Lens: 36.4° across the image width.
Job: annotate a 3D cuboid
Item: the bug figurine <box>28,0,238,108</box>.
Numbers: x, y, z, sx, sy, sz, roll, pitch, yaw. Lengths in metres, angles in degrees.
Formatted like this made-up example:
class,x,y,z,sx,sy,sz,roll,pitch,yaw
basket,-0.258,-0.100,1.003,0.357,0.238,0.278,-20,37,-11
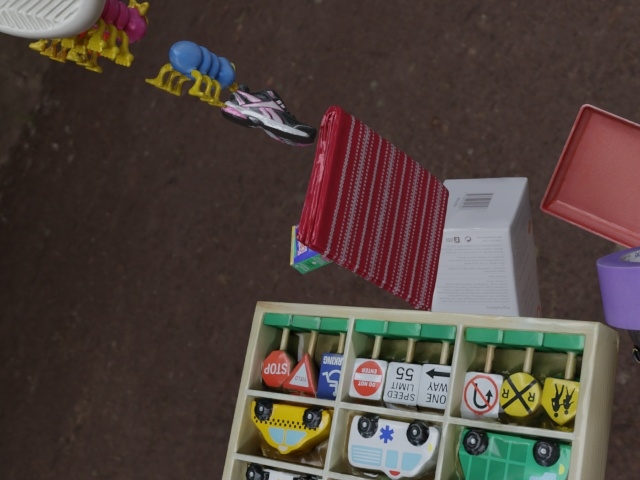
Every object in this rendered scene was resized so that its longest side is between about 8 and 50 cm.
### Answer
class,x,y,z,sx,sy,sz,roll,pitch,yaw
bug figurine,-0.223,-0.217,1.021,0.279,0.216,0.072,20,90,31

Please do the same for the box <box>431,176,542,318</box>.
class,x,y,z,sx,sy,sz,roll,pitch,yaw
box,0.314,0.080,1.857,0.168,0.345,0.215,-1,28,22

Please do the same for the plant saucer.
class,x,y,z,sx,sy,sz,roll,pitch,yaw
plant saucer,0.615,-0.126,1.988,0.048,0.259,0.258,-43,-26,-53

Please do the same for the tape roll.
class,x,y,z,sx,sy,sz,roll,pitch,yaw
tape roll,0.447,0.052,1.219,0.189,0.189,0.080,-4,97,56

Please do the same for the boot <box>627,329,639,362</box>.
class,x,y,z,sx,sy,sz,roll,pitch,yaw
boot,0.606,0.240,1.710,0.091,0.228,0.263,-23,8,1

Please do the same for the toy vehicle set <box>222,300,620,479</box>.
class,x,y,z,sx,sy,sz,roll,pitch,yaw
toy vehicle set,0.051,0.128,0.629,0.267,0.035,0.165,0,75,39

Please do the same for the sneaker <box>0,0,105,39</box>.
class,x,y,z,sx,sy,sz,roll,pitch,yaw
sneaker,-0.334,-0.293,0.932,0.131,0.350,0.148,-68,-13,18

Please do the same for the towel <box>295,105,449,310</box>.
class,x,y,z,sx,sy,sz,roll,pitch,yaw
towel,0.079,-0.037,1.301,0.031,0.275,0.198,-5,65,40

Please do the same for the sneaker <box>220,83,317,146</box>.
class,x,y,z,sx,sy,sz,roll,pitch,yaw
sneaker,-0.086,-0.230,1.733,0.072,0.178,0.077,81,-147,-79

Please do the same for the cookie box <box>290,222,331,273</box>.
class,x,y,z,sx,sy,sz,roll,pitch,yaw
cookie box,0.000,0.000,1.748,0.107,0.040,0.091,-24,46,29
